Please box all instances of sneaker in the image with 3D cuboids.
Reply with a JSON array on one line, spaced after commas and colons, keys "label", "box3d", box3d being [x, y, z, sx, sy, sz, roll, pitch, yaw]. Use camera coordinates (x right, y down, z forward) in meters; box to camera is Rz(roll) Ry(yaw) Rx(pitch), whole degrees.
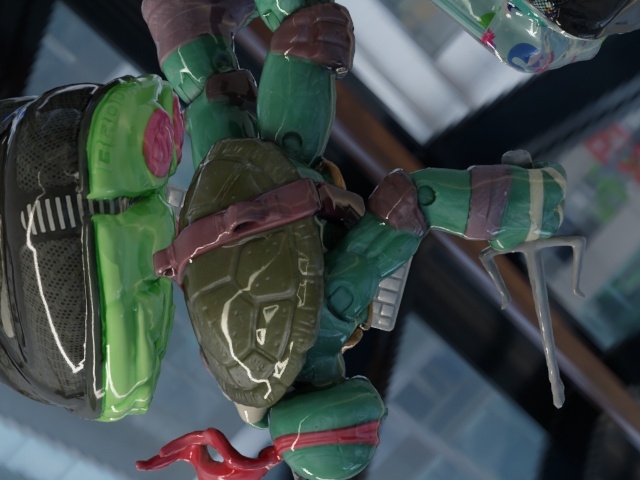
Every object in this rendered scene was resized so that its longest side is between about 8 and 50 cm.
[{"label": "sneaker", "box3d": [-0.212, 0.003, 0.922, 0.202, 0.185, 0.483, 4, 175, -27]}]

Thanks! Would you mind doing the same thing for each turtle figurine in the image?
[{"label": "turtle figurine", "box3d": [0.000, 0.000, 0.595, 0.118, 0.175, 0.234, 6, -114, -52]}]

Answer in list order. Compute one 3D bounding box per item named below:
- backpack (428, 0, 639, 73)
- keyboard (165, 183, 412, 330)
[{"label": "backpack", "box3d": [0.167, -0.262, 1.331, 0.253, 0.191, 0.225, 47, -151, 12]}, {"label": "keyboard", "box3d": [-0.055, 0.009, 1.374, 0.256, 0.072, 0.014, 15, -172, -3]}]
